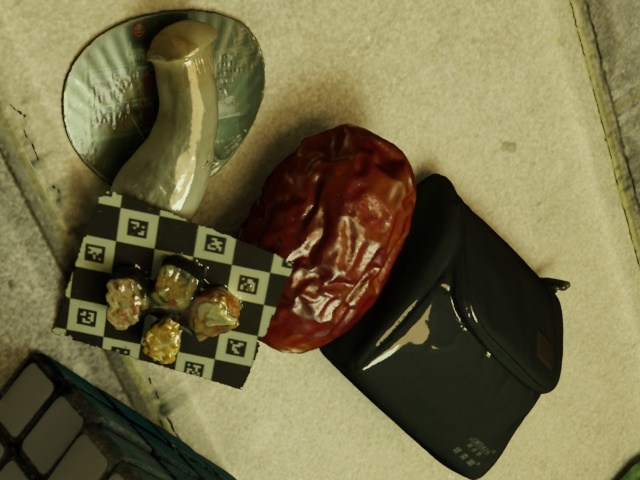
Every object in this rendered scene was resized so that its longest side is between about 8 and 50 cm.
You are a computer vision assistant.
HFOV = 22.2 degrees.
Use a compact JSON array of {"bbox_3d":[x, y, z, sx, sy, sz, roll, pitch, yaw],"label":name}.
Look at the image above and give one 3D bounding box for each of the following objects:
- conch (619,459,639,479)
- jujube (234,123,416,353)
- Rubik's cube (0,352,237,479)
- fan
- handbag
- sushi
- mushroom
[{"bbox_3d":[0.503,0.351,2.262,0.176,0.122,0.188,41,82,-14],"label":"conch"},{"bbox_3d":[0.000,0.000,1.734,0.174,0.174,0.250,36,83,-39],"label":"jujube"},{"bbox_3d":[-0.216,0.377,1.662,0.343,0.337,0.344,-53,130,-2],"label":"Rubik's cube"},{"bbox_3d":[-0.176,-0.105,1.671,0.223,0.012,0.294,19,99,-38],"label":"fan"},{"bbox_3d":[0.169,0.101,1.887,0.275,0.178,0.302,-49,128,-5],"label":"handbag"},{"bbox_3d":[-0.153,0.066,1.648,0.210,0.040,0.192,19,121,-5],"label":"sushi"},{"bbox_3d":[-0.145,-0.111,1.632,0.081,0.092,0.223,-39,147,-69],"label":"mushroom"}]
